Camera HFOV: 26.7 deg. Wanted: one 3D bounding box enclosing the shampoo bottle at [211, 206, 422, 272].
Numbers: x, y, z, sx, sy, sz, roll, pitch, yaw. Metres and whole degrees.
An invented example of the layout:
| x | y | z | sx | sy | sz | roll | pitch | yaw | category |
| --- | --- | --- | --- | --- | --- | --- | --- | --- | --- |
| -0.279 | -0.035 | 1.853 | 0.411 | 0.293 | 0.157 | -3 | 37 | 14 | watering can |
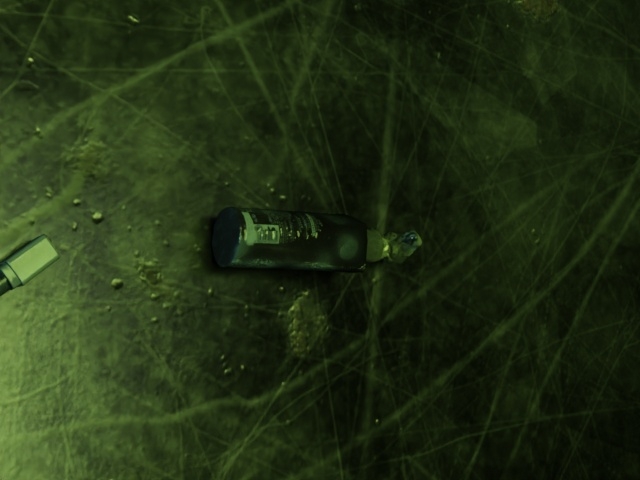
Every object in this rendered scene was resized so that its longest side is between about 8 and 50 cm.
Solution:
| x | y | z | sx | sy | sz | roll | pitch | yaw | category |
| --- | --- | --- | --- | --- | --- | --- | --- | --- | --- |
| 0.000 | 0.001 | 1.282 | 0.208 | 0.063 | 0.057 | 3 | 90 | -34 | shampoo bottle |

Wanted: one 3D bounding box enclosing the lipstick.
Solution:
| x | y | z | sx | sy | sz | roll | pitch | yaw | category |
| --- | --- | --- | --- | --- | --- | --- | --- | --- | --- |
| -0.266 | 0.035 | 1.117 | 0.107 | 0.025 | 0.025 | -40 | 103 | -27 | lipstick |
